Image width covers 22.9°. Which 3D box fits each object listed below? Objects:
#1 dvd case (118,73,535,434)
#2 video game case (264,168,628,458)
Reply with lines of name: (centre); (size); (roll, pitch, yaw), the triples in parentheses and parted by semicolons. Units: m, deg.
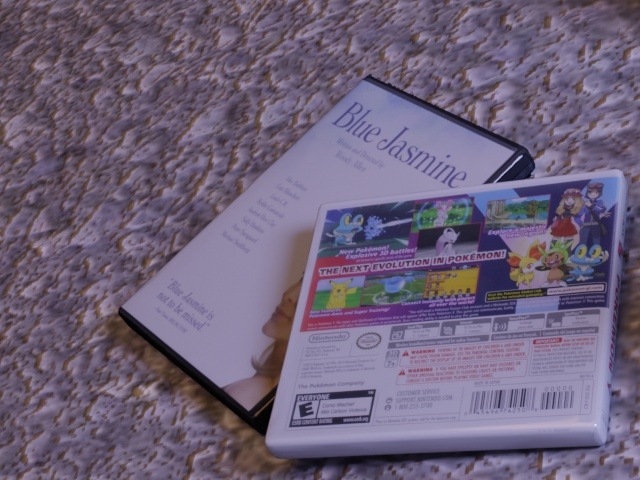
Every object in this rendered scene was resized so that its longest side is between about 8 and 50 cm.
dvd case: (0.000, 0.000, 1.058); (0.253, 0.022, 0.180); (-44, 39, -13)
video game case: (0.077, 0.043, 0.937); (0.201, 0.023, 0.183); (-6, 50, 25)
